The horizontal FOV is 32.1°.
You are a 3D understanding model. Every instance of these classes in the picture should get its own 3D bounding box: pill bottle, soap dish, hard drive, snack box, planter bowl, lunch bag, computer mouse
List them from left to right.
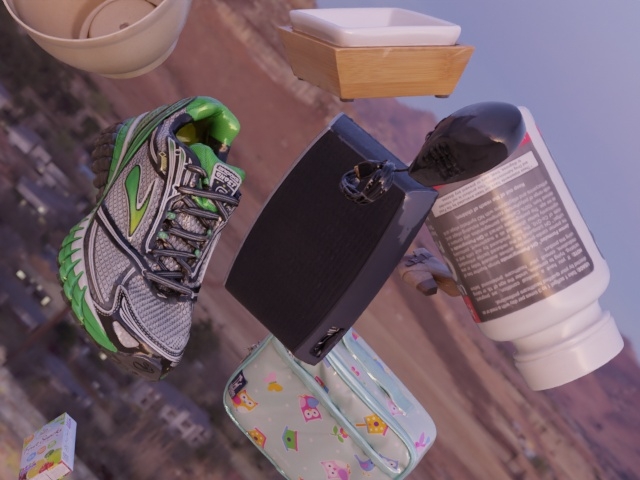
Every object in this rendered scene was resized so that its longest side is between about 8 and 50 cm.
[{"bbox_3d":[-0.496,0.389,2.026,0.037,0.100,0.141,54,10,-28],"label":"snack box"},{"bbox_3d":[-0.181,-0.209,0.964,0.162,0.162,0.109,49,-10,24],"label":"planter bowl"},{"bbox_3d":[0.000,0.000,1.262,0.172,0.255,0.054,43,20,22],"label":"hard drive"},{"bbox_3d":[0.008,0.231,1.527,0.279,0.224,0.108,46,38,6],"label":"lunch bag"},{"bbox_3d":[0.081,-0.303,1.791,0.291,0.228,0.118,-140,-132,-64],"label":"soap dish"},{"bbox_3d":[0.075,-0.070,0.882,0.041,0.071,0.242,48,-26,-15],"label":"computer mouse"},{"bbox_3d":[0.243,0.013,1.363,0.319,0.176,0.176,63,6,-1],"label":"pill bottle"}]

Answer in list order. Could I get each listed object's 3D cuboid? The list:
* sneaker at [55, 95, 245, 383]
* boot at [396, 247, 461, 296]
[{"bbox_3d":[-0.152,-0.020,1.068,0.134,0.146,0.344,42,34,-38],"label":"sneaker"},{"bbox_3d":[0.173,0.044,1.657,0.118,0.042,0.087,-5,39,-27],"label":"boot"}]
